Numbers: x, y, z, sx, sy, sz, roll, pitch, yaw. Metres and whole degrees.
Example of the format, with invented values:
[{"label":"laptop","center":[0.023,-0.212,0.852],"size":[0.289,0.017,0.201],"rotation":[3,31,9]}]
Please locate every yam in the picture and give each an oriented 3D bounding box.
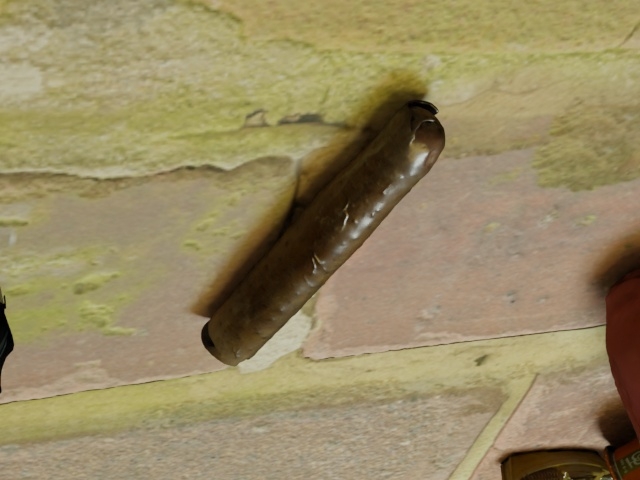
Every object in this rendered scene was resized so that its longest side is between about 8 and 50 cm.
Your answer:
[{"label":"yam","center":[0.000,0.000,1.045],"size":[0.046,0.046,0.264],"rotation":[8,140,-35]}]

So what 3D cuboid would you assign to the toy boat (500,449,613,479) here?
[{"label":"toy boat","center":[0.235,0.230,1.504],"size":[0.149,0.049,0.047],"rotation":[5,140,-32]}]

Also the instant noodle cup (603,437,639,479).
[{"label":"instant noodle cup","center":[0.404,0.235,1.457],"size":[0.182,0.230,0.230],"rotation":[-38,144,12]}]

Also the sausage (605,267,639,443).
[{"label":"sausage","center":[0.323,0.131,1.268],"size":[0.152,0.152,0.280],"rotation":[-23,120,7]}]

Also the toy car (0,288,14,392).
[{"label":"toy car","center":[-0.324,0.056,0.899],"size":[0.301,0.118,0.193],"rotation":[17,134,-43]}]
